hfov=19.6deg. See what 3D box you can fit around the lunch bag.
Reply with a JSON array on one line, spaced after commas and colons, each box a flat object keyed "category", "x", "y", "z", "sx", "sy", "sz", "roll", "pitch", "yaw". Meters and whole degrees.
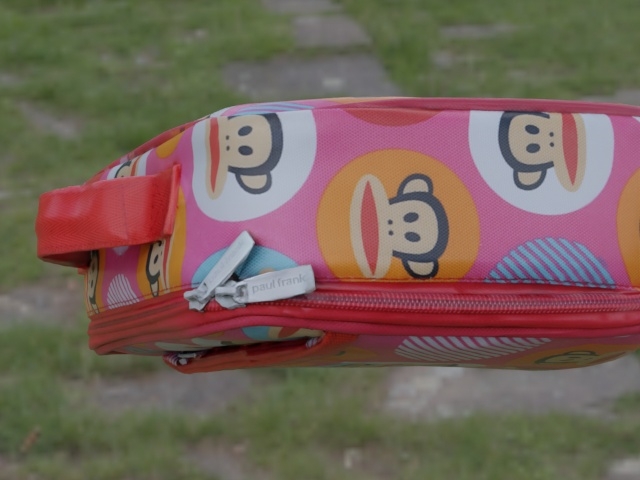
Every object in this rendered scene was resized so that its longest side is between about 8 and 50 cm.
[{"category": "lunch bag", "x": 0.000, "y": 0.000, "z": 0.852, "sx": 0.258, "sy": 0.120, "sz": 0.293, "roll": 2, "pitch": -6, "yaw": -18}]
